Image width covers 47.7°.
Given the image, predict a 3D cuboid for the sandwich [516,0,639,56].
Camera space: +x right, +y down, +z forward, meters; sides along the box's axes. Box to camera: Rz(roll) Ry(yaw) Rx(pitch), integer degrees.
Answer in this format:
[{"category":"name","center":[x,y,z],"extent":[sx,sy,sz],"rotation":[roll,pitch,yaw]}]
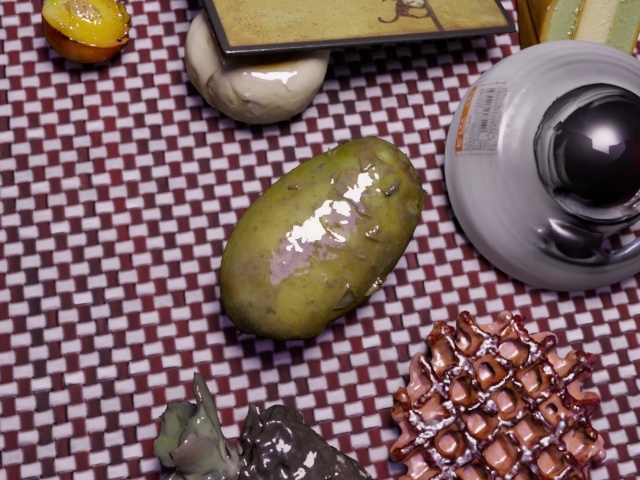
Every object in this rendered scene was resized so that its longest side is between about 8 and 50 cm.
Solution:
[{"category":"sandwich","center":[0.294,-0.263,0.880],"extent":[0.117,0.144,0.187],"rotation":[2,37,-6]}]

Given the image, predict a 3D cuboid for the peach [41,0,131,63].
[{"category":"peach","center":[-0.254,-0.230,0.783],"extent":[0.098,0.061,0.098],"rotation":[13,56,-21]}]

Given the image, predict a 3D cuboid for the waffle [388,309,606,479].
[{"category":"waffle","center":[0.175,0.185,0.711],"extent":[0.221,0.055,0.235],"rotation":[10,77,-5]}]

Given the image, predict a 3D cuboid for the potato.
[{"category":"potato","center":[0.000,0.000,0.719],"extent":[0.149,0.113,0.251],"rotation":[42,82,-1]}]

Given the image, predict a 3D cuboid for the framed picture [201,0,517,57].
[{"category":"framed picture","center":[0.022,-0.307,0.800],"extent":[0.338,0.014,0.256],"rotation":[-10,61,-20]}]

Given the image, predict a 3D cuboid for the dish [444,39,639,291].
[{"category":"dish","center":[0.275,-0.083,0.732],"extent":[0.273,0.134,0.274],"rotation":[0,88,-6]}]

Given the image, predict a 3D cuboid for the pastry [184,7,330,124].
[{"category":"pastry","center":[-0.066,-0.201,0.780],"extent":[0.156,0.092,0.157],"rotation":[3,73,-9]}]

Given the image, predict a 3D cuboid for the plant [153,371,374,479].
[{"category":"plant","center":[-0.057,0.212,0.634],"extent":[0.203,0.131,0.142],"rotation":[36,74,-5]}]
